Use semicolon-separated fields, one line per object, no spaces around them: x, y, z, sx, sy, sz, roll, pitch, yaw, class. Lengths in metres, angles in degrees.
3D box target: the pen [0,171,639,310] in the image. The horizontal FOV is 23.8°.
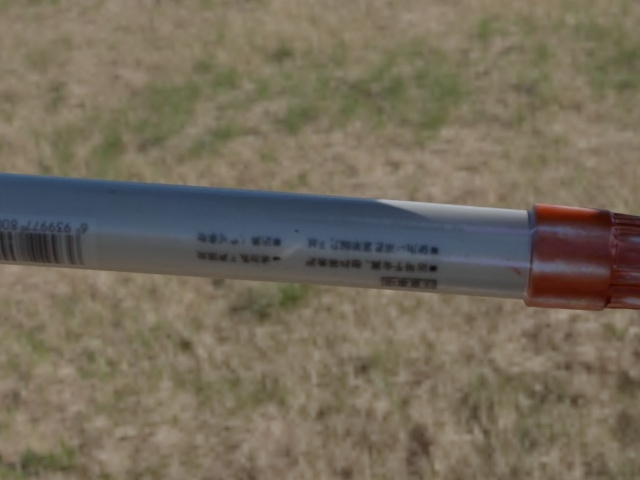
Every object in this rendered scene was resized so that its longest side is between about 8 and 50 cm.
0.000;0.000;0.404;0.239;0.028;0.028;4;22;4;pen
